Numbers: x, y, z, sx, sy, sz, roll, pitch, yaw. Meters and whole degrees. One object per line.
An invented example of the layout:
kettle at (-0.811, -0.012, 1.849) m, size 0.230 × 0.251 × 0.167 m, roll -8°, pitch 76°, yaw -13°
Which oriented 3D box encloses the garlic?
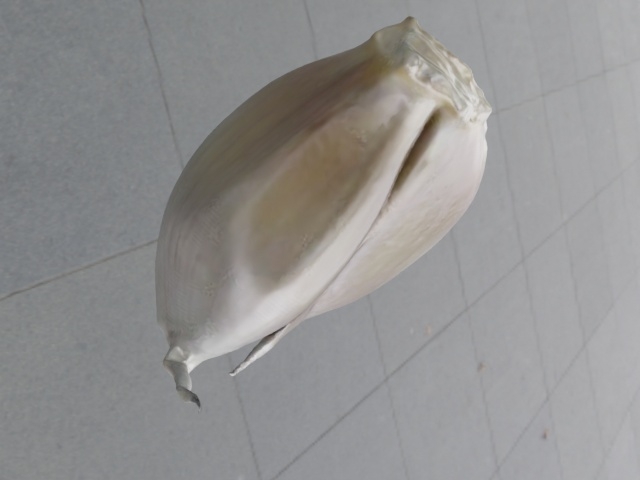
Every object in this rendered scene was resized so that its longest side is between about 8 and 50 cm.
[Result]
garlic at (0.000, 0.000, 0.700) m, size 0.231 × 0.246 × 0.340 m, roll 40°, pitch 78°, yaw -34°
